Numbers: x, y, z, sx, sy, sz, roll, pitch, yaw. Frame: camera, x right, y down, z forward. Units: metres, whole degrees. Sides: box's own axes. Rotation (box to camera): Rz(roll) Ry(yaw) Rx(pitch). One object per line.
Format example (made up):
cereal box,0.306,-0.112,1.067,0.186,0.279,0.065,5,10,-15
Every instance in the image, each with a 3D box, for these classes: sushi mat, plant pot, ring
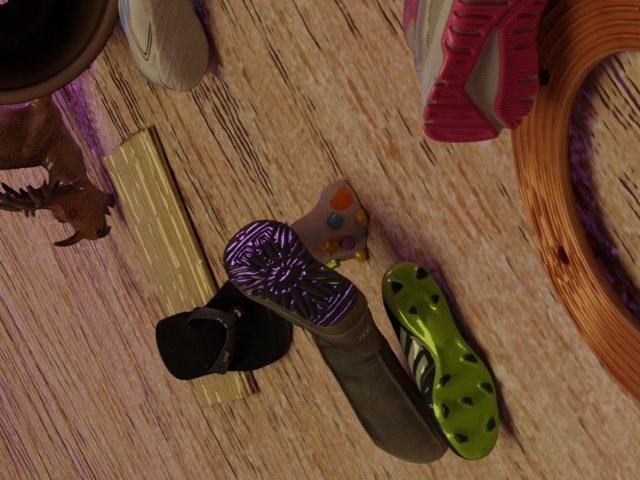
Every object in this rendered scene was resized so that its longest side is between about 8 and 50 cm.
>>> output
sushi mat,-0.159,0.032,2.086,0.316,0.019,0.151,68,155,2
plant pot,-0.342,-0.273,1.995,0.229,0.263,0.263,-160,52,-80
ring,0.237,-0.023,1.252,0.336,0.032,0.336,44,144,43

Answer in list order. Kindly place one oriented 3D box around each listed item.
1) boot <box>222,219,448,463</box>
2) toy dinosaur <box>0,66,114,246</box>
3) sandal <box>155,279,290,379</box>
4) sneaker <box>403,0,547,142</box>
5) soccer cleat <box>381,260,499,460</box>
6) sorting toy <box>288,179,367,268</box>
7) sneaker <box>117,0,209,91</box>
boot,0.016,0.090,1.649,0.190,0.076,0.208,41,173,44
toy dinosaur,-0.373,-0.118,2.166,0.127,0.296,0.200,75,-150,-79
sandal,-0.109,0.102,1.968,0.254,0.054,0.097,-31,81,55
sneaker,0.108,-0.190,1.250,0.111,0.103,0.252,-115,35,-42
soccer cleat,0.101,0.102,1.594,0.072,0.060,0.178,112,135,-76
sorting toy,0.000,0.000,1.682,0.045,0.075,0.083,44,146,42
sneaker,-0.163,-0.253,1.796,0.086,0.085,0.237,21,129,38
